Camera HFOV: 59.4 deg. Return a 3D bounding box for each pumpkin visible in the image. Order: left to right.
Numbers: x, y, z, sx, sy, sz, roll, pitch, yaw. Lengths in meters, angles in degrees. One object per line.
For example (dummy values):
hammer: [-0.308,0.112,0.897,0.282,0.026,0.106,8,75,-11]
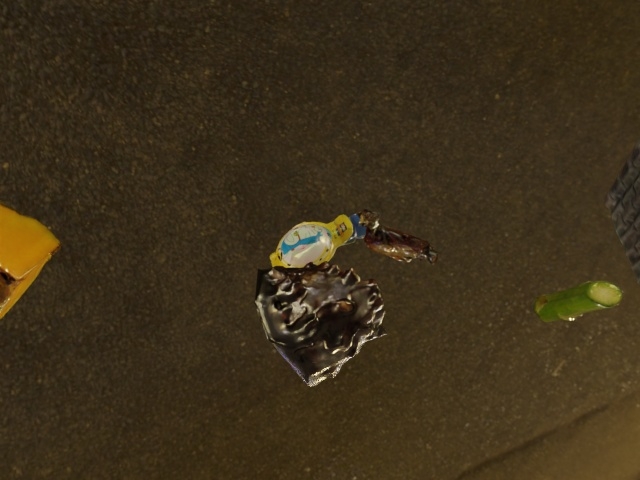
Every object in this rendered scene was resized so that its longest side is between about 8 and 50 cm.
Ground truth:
pumpkin: [-0.435,0.031,0.700,0.139,0.280,0.190,40,71,-20]

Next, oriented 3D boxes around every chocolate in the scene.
chocolate: [0.024,0.111,0.961,0.177,0.206,0.224,-25,121,13]

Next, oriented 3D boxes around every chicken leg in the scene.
chicken leg: [0.134,-0.004,1.074,0.253,0.106,0.051,25,73,-47]

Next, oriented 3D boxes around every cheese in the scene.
cheese: [0.000,0.000,1.288,0.250,0.156,0.064,-24,137,1]

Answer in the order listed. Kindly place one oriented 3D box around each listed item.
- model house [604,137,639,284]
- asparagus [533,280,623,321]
model house: [0.493,-0.046,0.624,0.297,0.339,0.360,-41,155,-9]
asparagus: [0.515,0.126,1.148,0.060,0.277,0.067,3,74,-2]
